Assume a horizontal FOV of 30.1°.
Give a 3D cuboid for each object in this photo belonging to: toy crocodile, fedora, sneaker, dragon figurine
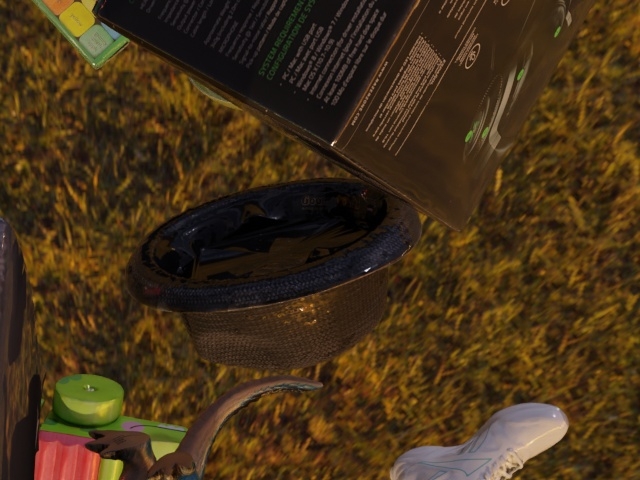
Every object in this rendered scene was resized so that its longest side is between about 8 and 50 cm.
[{"bbox_3d":[-0.280,0.175,1.077,0.340,0.105,0.115,15,106,-3],"label":"toy crocodile"},{"bbox_3d":[-0.044,0.052,1.337,0.334,0.334,0.153,-19,115,-14],"label":"fedora"},{"bbox_3d":[0.131,0.181,0.945,0.152,0.054,0.061,-28,34,10],"label":"sneaker"},{"bbox_3d":[-0.102,0.190,0.670,0.085,0.144,0.289,7,30,34],"label":"dragon figurine"}]

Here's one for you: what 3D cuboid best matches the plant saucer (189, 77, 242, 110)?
[{"bbox_3d":[-0.073,-0.254,1.707,0.240,0.037,0.241,-3,44,3],"label":"plant saucer"}]

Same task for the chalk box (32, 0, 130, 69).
[{"bbox_3d":[-0.324,-0.375,1.714,0.179,0.289,0.180,-41,111,-1],"label":"chalk box"}]

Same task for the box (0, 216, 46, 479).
[{"bbox_3d":[-0.287,0.151,0.324,0.395,0.212,0.294,2,71,-11],"label":"box"}]

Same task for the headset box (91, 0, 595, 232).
[{"bbox_3d":[0.057,-0.152,0.602,0.131,0.283,0.246,31,94,19],"label":"headset box"}]
